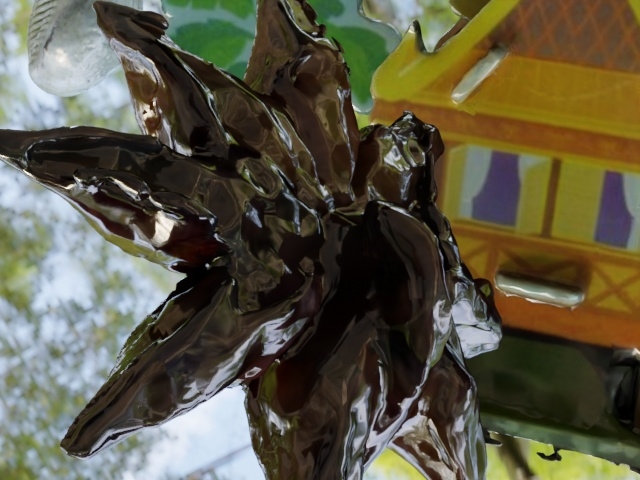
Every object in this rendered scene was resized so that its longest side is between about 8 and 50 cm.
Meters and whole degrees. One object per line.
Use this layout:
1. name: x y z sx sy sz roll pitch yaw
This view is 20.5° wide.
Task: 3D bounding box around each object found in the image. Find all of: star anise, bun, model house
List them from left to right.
1. bun: -0.190 -0.182 1.456 0.083 0.141 0.141 18 -138 -19
2. star anise: 0.000 0.000 0.689 0.102 0.272 0.272 -26 -147 41
3. model house: 0.090 -0.068 0.997 0.357 0.313 0.242 11 -166 17
